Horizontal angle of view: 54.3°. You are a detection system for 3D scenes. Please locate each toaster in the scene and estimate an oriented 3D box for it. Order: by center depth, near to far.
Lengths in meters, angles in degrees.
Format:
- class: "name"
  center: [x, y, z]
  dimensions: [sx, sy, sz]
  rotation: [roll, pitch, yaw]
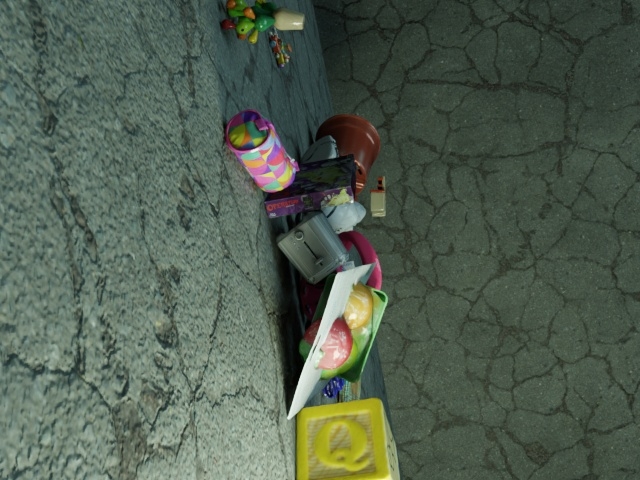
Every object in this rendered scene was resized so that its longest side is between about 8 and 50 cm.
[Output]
- class: "toaster"
  center: [-0.014, 0.017, 1.524]
  dimensions: [0.146, 0.129, 0.227]
  rotation: [55, 5, 1]

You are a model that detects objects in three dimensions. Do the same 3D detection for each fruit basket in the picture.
- class: "fruit basket"
  center: [0.024, 0.205, 1.421]
  dimensions: [0.353, 0.165, 0.327]
  rotation: [-3, 113, -67]

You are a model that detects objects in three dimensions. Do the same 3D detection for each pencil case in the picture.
- class: "pencil case"
  center: [-0.119, -0.182, 1.307]
  dimensions: [0.236, 0.104, 0.104]
  rotation: [50, 30, -72]

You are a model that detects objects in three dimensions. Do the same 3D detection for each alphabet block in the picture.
- class: "alphabet block"
  center: [0.063, 0.479, 1.343]
  dimensions: [0.192, 0.193, 0.197]
  rotation: [-94, 169, -48]

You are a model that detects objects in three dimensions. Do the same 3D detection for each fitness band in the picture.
- class: "fitness band"
  center: [0.085, 0.099, 1.704]
  dimensions: [0.291, 0.054, 0.209]
  rotation: [114, -40, -51]

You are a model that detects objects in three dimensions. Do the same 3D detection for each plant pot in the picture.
- class: "plant pot"
  center: [0.094, -0.318, 2.466]
  dimensions: [0.265, 0.272, 0.272]
  rotation: [-77, 156, -52]

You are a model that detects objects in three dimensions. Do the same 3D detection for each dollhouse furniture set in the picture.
- class: "dollhouse furniture set"
  center: [0.111, -0.159, 2.303]
  dimensions: [0.262, 0.259, 0.135]
  rotation: [58, 32, -72]

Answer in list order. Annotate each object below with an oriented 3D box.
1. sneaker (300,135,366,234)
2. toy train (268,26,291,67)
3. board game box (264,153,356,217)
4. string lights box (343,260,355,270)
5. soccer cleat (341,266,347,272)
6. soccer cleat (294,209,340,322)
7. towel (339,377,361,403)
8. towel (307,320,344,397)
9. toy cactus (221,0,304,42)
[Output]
- class: "sneaker"
  center: [0.040, -0.166, 2.057]
  dimensions: [0.210, 0.137, 0.365]
  rotation: [43, 36, -39]
- class: "toy train"
  center: [-0.128, -0.634, 2.031]
  dimensions: [0.166, 0.046, 0.125]
  rotation: [-87, 165, -58]
- class: "board game box"
  center: [-0.014, -0.146, 1.593]
  dimensions: [0.347, 0.208, 0.056]
  rotation: [-80, 155, -70]
- class: "string lights box"
  center: [0.124, 0.228, 2.506]
  dimensions: [0.133, 0.077, 0.259]
  rotation: [63, 18, -64]
- class: "soccer cleat"
  center: [0.083, 0.147, 2.264]
  dimensions: [0.248, 0.095, 0.083]
  rotation: [-76, 154, -71]
- class: "soccer cleat"
  center: [-0.005, 0.068, 1.704]
  dimensions: [0.143, 0.116, 0.331]
  rotation: [91, -7, -76]
- class: "towel"
  center: [0.111, 0.406, 2.078]
  dimensions: [0.271, 0.040, 0.370]
  rotation: [60, 32, -64]
- class: "towel"
  center: [0.030, 0.274, 1.800]
  dimensions: [0.308, 0.076, 0.227]
  rotation: [-80, 159, -68]
- class: "toy cactus"
  center: [-0.129, -0.506, 1.440]
  dimensions: [0.219, 0.181, 0.112]
  rotation: [-71, 170, -65]
